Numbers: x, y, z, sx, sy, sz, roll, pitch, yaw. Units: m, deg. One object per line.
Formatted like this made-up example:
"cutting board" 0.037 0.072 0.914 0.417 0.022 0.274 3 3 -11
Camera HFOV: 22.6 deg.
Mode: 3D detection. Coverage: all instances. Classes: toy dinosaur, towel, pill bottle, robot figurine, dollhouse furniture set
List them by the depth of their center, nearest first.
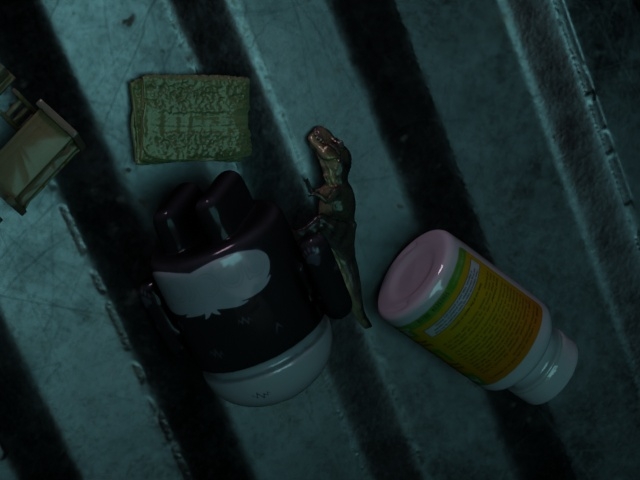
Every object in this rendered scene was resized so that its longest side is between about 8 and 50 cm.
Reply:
"dollhouse furniture set" -0.388 -0.100 1.806 0.161 0.101 0.182 42 84 3
"robot figurine" -0.093 0.060 1.878 0.173 0.209 0.278 -33 111 -24
"towel" -0.154 -0.145 1.901 0.148 0.027 0.110 -4 100 -19
"toy dinosaur" 0.000 0.000 1.969 0.118 0.064 0.268 -16 108 -24
"pill bottle" 0.205 0.105 2.020 0.246 0.136 0.136 35 86 -22
